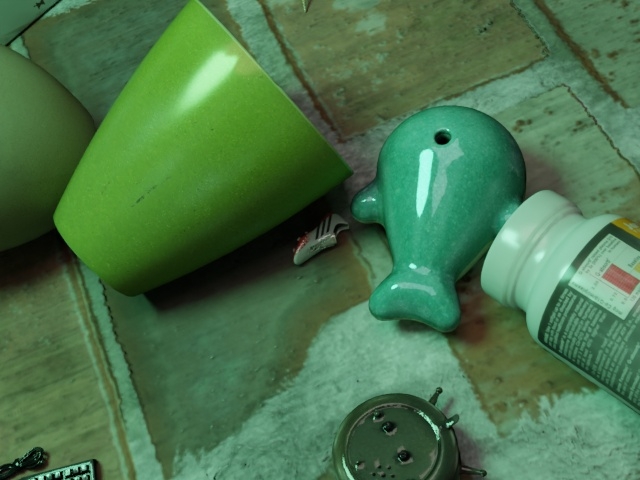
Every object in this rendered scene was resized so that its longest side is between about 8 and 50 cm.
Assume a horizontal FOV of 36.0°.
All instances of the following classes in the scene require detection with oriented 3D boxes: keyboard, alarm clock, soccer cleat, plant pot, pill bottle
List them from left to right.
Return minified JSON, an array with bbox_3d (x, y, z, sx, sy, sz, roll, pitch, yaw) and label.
[{"bbox_3d":[-0.389,-0.109,1.224,0.190,0.284,0.284,5,49,-29],"label":"plant pot"},{"bbox_3d":[-0.331,0.281,1.075,0.180,0.023,0.108,-15,55,2],"label":"keyboard"},{"bbox_3d":[-0.161,-0.082,1.154,0.293,0.275,0.275,-42,57,2],"label":"plant pot"},{"bbox_3d":[0.000,0.000,1.184,0.035,0.029,0.083,29,62,31],"label":"soccer cleat"},{"bbox_3d":[0.059,0.230,1.002,0.192,0.064,0.129,-27,56,-2],"label":"alarm clock"},{"bbox_3d":[0.310,0.072,0.988,0.278,0.162,0.162,36,71,29],"label":"pill bottle"}]

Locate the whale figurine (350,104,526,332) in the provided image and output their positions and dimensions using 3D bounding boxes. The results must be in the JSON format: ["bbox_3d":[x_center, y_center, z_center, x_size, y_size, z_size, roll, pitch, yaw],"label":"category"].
[{"bbox_3d":[0.132,-0.036,1.109,0.216,0.141,0.272,11,61,19],"label":"whale figurine"}]

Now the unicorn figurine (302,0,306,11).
[{"bbox_3d":[-0.045,-0.423,1.453,0.111,0.060,0.162,15,62,21],"label":"unicorn figurine"}]

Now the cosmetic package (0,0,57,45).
[{"bbox_3d":[-0.530,-0.400,1.464,0.155,0.197,0.365,32,70,27],"label":"cosmetic package"}]
